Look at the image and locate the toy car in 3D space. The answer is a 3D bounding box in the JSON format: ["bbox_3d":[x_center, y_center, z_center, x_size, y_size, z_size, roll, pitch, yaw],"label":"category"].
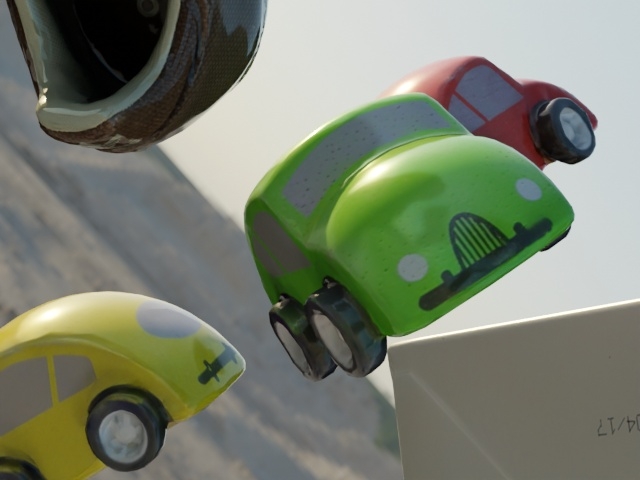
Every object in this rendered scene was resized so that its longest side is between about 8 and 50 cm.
[{"bbox_3d":[0.000,0.000,0.499,0.053,0.239,0.225,57,-16,-2],"label":"toy car"}]

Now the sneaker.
[{"bbox_3d":[-0.048,-0.109,0.391,0.071,0.066,0.188,-56,138,-63],"label":"sneaker"}]

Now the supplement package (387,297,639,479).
[{"bbox_3d":[0.172,0.116,0.644,0.262,0.145,0.204,-14,-100,48],"label":"supplement package"}]
